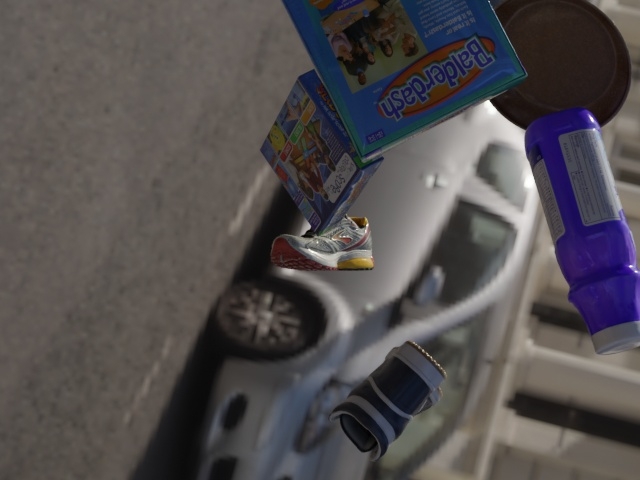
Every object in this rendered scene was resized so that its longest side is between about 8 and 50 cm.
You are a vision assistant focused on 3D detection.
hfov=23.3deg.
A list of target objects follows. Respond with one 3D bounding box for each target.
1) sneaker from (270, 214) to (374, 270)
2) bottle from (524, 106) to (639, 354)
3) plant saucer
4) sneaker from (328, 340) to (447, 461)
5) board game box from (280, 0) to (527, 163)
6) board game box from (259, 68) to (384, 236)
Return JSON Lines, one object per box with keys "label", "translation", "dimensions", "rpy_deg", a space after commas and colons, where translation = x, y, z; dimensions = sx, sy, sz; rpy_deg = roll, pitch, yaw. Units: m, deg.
{"label": "sneaker", "translation": [0.000, 0.000, 2.342], "dimensions": [0.225, 0.088, 0.093], "rpy_deg": [-1, 91, -57]}
{"label": "bottle", "translation": [0.314, -0.010, 1.813], "dimensions": [0.118, 0.092, 0.283], "rpy_deg": [60, 15, -71]}
{"label": "plant saucer", "translation": [0.287, -0.220, 1.902], "dimensions": [0.036, 0.198, 0.199], "rpy_deg": [-51, 156, -51]}
{"label": "sneaker", "translation": [0.091, 0.231, 2.171], "dimensions": [0.153, 0.099, 0.282], "rpy_deg": [-47, 171, -9]}
{"label": "board game box", "translation": [0.059, -0.195, 1.334], "dimensions": [0.210, 0.160, 0.047], "rpy_deg": [64, 1, 4]}
{"label": "board game box", "translation": [-0.002, -0.103, 1.858], "dimensions": [0.035, 0.136, 0.201], "rpy_deg": [-29, 169, -24]}
